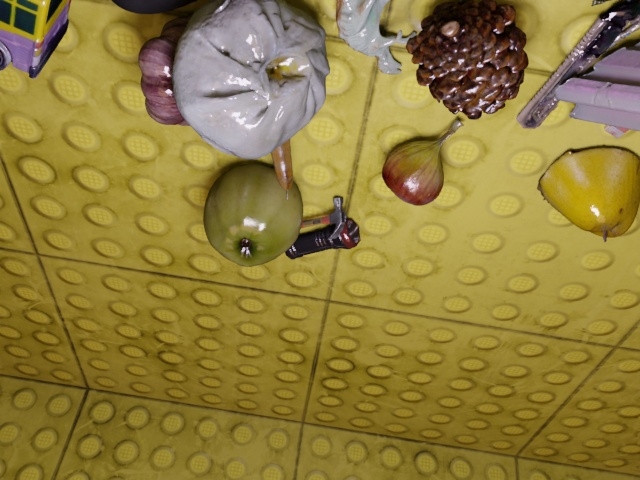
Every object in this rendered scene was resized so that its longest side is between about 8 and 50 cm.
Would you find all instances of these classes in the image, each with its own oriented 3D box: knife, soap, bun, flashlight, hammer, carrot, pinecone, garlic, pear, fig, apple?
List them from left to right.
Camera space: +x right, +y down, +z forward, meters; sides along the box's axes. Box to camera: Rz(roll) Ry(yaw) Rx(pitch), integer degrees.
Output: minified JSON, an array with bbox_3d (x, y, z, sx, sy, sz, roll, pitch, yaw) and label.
[{"bbox_3d":[-0.286,-0.356,1.373,0.160,0.245,0.245,19,142,15],"label":"garlic"},{"bbox_3d":[-0.175,-0.071,1.696,0.278,0.279,0.279,5,140,4],"label":"apple"},{"bbox_3d":[-0.125,-0.327,1.293,0.194,0.354,0.354,25,159,46],"label":"bun"},{"bbox_3d":[-0.103,-0.235,1.552,0.078,0.078,0.298,-2,119,12],"label":"carrot"},{"bbox_3d":[-0.055,-0.047,1.830,0.287,0.111,0.033,-9,175,32],"label":"hammer"},{"bbox_3d":[0.000,0.000,1.871,0.231,0.093,0.093,-13,136,32],"label":"flashlight"},{"bbox_3d":[0.252,-0.201,1.570,0.160,0.143,0.231,25,95,-15],"label":"fig"},{"bbox_3d":[0.305,-0.363,1.282,0.224,0.224,0.272,-19,153,29],"label":"pinecone"},{"bbox_3d":[0.549,-0.362,1.367,0.089,0.043,0.365,21,139,-12],"label":"knife"},{"bbox_3d":[0.681,-0.095,1.560,0.266,0.178,0.267,3,136,3],"label":"pear"},{"bbox_3d":[0.678,-0.364,1.313,0.158,0.258,0.302,22,-177,-40],"label":"soap"}]

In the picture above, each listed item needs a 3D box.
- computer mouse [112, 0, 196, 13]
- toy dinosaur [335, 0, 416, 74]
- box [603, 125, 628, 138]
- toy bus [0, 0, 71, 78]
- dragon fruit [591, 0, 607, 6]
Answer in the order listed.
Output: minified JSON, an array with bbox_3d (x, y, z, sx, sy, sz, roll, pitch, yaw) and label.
[{"bbox_3d":[-0.336,-0.534,1.294,0.269,0.087,0.138,-9,138,19],"label":"computer mouse"},{"bbox_3d":[0.091,-0.480,1.279,0.392,0.092,0.205,29,143,-35],"label":"toy dinosaur"},{"bbox_3d":[0.701,-0.272,1.468,0.046,0.012,0.083,25,136,-20],"label":"box"},{"bbox_3d":[-0.735,-0.541,1.260,0.439,0.210,0.249,22,137,-16],"label":"toy bus"},{"bbox_3d":[0.561,-0.505,1.137,0.137,0.135,0.236,20,157,-22],"label":"dragon fruit"}]
